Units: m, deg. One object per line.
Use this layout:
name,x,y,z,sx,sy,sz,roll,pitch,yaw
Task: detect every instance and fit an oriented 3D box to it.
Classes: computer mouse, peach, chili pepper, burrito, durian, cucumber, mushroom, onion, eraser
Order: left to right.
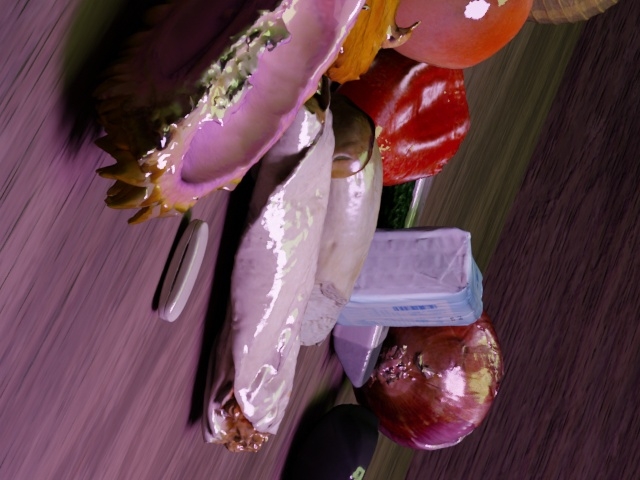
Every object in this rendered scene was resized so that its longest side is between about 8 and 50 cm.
durian,-0.059,-0.139,1.242,0.341,0.112,0.191,-56,173,-28
burrito,-0.047,0.026,1.660,0.117,0.076,0.392,-41,146,-59
mushroom,0.001,0.002,1.797,0.107,0.087,0.333,-107,-160,-43
computer mouse,0.011,0.275,2.352,0.137,0.086,0.270,-64,178,3
chili pepper,0.063,-0.121,1.907,0.144,0.136,0.253,-44,173,25
eraser,0.080,0.009,2.322,0.089,0.061,0.352,-36,143,-74
cucumber,0.076,-0.053,2.181,0.293,0.068,0.067,97,15,-48
onion,0.119,0.164,2.453,0.163,0.230,0.230,-15,126,-49
peach,0.123,-0.253,1.802,0.184,0.184,0.184,18,90,-80

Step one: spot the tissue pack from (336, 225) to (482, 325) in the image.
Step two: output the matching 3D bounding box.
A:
tissue pack,0.086,0.042,2.096,0.263,0.177,0.089,46,44,-78

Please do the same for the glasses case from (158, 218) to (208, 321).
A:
glasses case,-0.107,0.023,1.477,0.032,0.021,0.083,48,61,-77

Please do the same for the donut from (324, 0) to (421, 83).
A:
donut,0.028,-0.247,1.458,0.253,0.118,0.253,21,90,-79

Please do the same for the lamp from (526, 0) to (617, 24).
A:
lamp,0.285,-0.367,2.112,0.250,0.284,0.250,-8,90,-73
